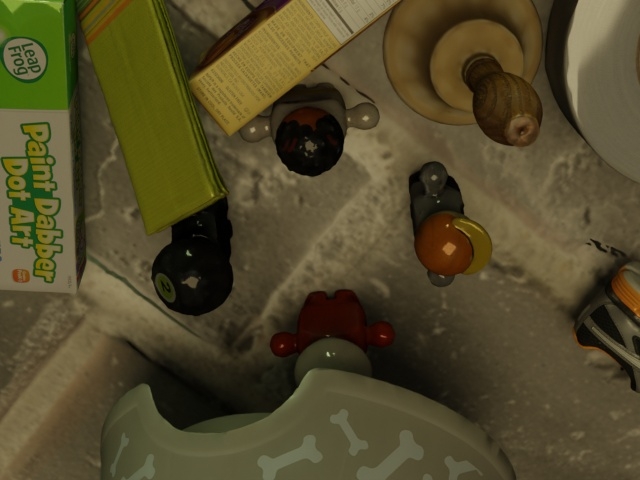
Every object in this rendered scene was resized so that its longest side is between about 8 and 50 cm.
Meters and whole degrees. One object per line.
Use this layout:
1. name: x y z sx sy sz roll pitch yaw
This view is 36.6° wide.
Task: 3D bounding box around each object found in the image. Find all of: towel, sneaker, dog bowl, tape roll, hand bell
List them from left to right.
1. towel: -0.130 -0.128 0.685 0.102 0.021 0.237 -23 83 51
2. dog bowl: -0.019 0.234 0.780 0.349 0.102 0.348 6 140 5
3. hand bell: 0.110 -0.107 0.650 0.126 0.242 0.126 0 112 1
4. sneaker: 0.307 0.107 0.830 0.215 0.084 0.083 41 120 -11
5. tape roll: 0.284 -0.148 0.725 0.219 0.072 0.219 0 111 0

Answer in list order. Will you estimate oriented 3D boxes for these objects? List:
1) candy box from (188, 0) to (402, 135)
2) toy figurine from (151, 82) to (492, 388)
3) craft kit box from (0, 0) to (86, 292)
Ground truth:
1. candy box: -0.007 -0.163 0.700 0.187 0.109 0.053 -35 109 12
2. toy figurine: 0.000 0.000 0.744 0.213 0.148 0.209 39 107 -14
3. craft kit box: -0.308 -0.078 0.736 0.247 0.061 0.249 1 122 -7
